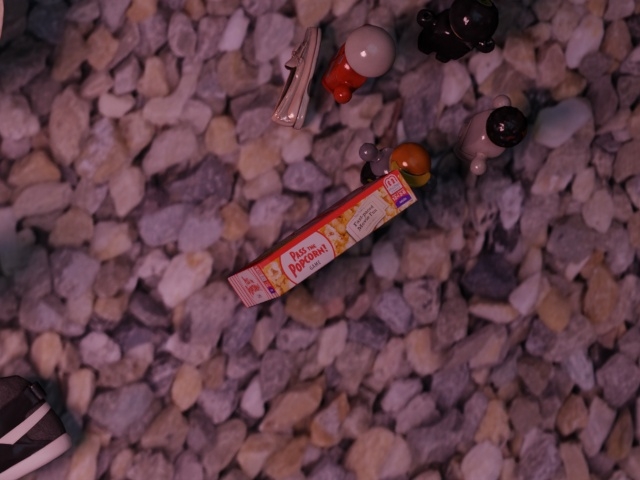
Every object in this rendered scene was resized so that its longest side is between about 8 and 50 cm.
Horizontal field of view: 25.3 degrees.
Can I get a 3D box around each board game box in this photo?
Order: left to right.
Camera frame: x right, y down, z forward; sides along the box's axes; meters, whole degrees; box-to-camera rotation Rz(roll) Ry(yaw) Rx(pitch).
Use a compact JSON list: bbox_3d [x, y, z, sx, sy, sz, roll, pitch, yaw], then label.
[{"bbox_3d":[0.000,0.000,1.597,0.193,0.147,0.045,-35,94,-19],"label":"board game box"}]

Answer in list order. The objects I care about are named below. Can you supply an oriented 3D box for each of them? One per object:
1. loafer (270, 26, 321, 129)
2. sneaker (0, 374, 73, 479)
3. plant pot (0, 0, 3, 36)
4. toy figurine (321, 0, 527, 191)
[{"bbox_3d":[-0.028,-0.193,1.671,0.039,0.045,0.125,12,82,-8],"label":"loafer"},{"bbox_3d":[-0.380,0.218,1.493,0.217,0.079,0.121,-28,88,-27],"label":"sneaker"},{"bbox_3d":[-0.475,-0.219,1.458,0.284,0.191,0.284,2,82,-16],"label":"plant pot"},{"bbox_3d":[0.126,-0.166,1.657,0.213,0.148,0.210,-18,88,-19],"label":"toy figurine"}]
